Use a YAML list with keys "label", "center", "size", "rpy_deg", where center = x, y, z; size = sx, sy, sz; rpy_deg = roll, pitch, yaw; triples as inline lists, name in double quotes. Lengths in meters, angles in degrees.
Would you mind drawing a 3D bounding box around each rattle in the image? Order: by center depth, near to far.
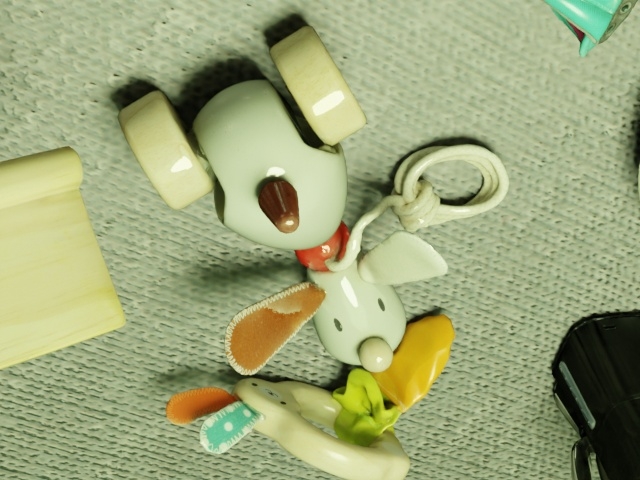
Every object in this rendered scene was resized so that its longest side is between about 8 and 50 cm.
- label: "rattle"
  center: [-0.004, 0.111, 1.551]
  size: [0.200, 0.130, 0.142]
  rpy_deg: [23, 121, -23]

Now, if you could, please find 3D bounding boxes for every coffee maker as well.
- label: "coffee maker"
  center: [0.284, 0.147, 1.640]
  size: [0.120, 0.178, 0.171]
  rpy_deg: [18, 126, -36]

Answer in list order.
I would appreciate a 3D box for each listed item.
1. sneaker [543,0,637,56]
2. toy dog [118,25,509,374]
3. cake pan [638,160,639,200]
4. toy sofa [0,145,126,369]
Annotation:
- label: "sneaker"
  center: [0.228, -0.205, 1.315]
  size: [0.296, 0.124, 0.178]
  rpy_deg: [12, 122, -20]
- label: "toy dog"
  center: [0.000, 0.000, 1.401]
  size: [0.220, 0.161, 0.334]
  rpy_deg: [-41, 133, 19]
- label: "cake pan"
  center: [0.378, -0.099, 1.529]
  size: [0.293, 0.054, 0.293]
  rpy_deg: [-11, 135, -11]
- label: "toy sofa"
  center: [-0.308, 0.033, 1.237]
  size: [0.362, 0.177, 0.150]
  rpy_deg: [-23, 176, 41]
